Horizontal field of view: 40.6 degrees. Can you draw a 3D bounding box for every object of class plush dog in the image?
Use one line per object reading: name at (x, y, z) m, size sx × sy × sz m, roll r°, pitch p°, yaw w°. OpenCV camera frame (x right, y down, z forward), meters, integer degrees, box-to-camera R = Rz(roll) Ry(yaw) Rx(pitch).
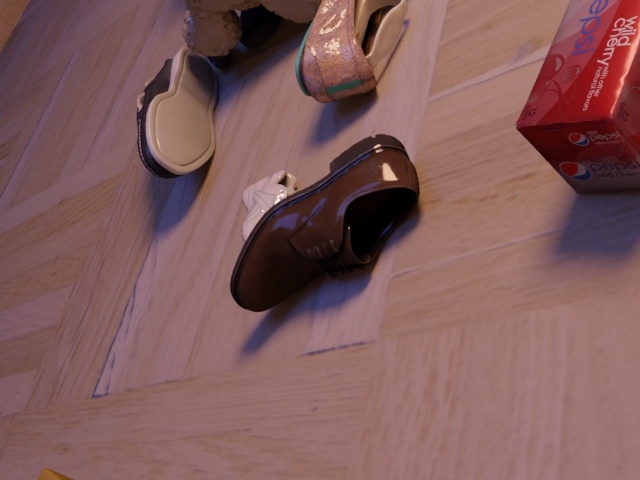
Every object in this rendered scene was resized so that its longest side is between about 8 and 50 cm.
plush dog at (-0.111, -0.416, 1.207) m, size 0.262 × 0.210 × 0.225 m, roll -15°, pitch 50°, yaw 28°

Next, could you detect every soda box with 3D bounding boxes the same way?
soda box at (0.248, -0.169, 0.659) m, size 0.083 × 0.092 × 0.263 m, roll 2°, pitch 61°, yaw 51°

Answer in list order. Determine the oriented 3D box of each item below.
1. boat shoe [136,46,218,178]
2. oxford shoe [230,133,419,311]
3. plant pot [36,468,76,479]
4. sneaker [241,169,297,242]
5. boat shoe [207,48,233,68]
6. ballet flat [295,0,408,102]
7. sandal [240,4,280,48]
boat shoe at (-0.213, -0.169, 1.240) m, size 0.091 × 0.114 × 0.302 m, roll -35°, pitch 24°, yaw 25°
oxford shoe at (0.000, 0.000, 0.826) m, size 0.227 × 0.083 × 0.096 m, roll -43°, pitch 38°, yaw 17°
plant pot at (-0.248, 0.290, 0.868) m, size 0.083 × 0.081 × 0.081 m, roll 11°, pitch 67°, yaw 44°
sneaker at (-0.050, -0.027, 0.942) m, size 0.061 × 0.053 × 0.152 m, roll -37°, pitch 35°, yaw 20°
boat shoe at (-0.167, -0.307, 1.366) m, size 0.142 × 0.049 × 0.040 m, roll -119°, pitch 31°, yaw -61°
ballet flat at (0.059, -0.294, 1.036) m, size 0.106 × 0.107 × 0.316 m, roll -2°, pitch 61°, yaw 27°
sandal at (-0.094, -0.403, 1.353) m, size 0.097 × 0.054 × 0.255 m, roll -32°, pitch 38°, yaw 30°
